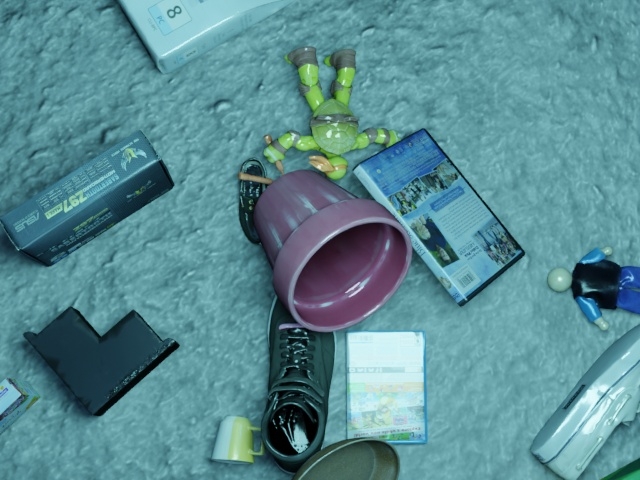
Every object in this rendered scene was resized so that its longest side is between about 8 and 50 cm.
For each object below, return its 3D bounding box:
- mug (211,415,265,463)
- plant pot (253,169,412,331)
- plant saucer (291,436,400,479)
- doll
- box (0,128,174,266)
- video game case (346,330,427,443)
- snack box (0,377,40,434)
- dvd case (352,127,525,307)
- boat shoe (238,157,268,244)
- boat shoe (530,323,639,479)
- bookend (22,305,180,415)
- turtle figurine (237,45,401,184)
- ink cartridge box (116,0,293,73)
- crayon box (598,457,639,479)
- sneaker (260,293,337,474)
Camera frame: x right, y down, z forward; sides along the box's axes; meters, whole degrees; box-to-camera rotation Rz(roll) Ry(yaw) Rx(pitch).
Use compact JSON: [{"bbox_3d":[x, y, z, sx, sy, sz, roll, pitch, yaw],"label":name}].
[{"bbox_3d":[-0.117,0.290,1.480,0.078,0.062,0.064,5,72,-1],"label":"mug"},{"bbox_3d":[0.000,0.000,1.451,0.201,0.201,0.180,-36,50,-7],"label":"plant pot"},{"bbox_3d":[0.021,0.347,1.431,0.198,0.198,0.036,-40,46,-7],"label":"plant saucer"},{"bbox_3d":[0.436,0.074,1.535,0.189,0.046,0.129,11,80,0],"label":"doll"},{"bbox_3d":[-0.328,-0.056,1.467,0.232,0.183,0.059,-34,83,-7],"label":"box"},{"bbox_3d":[0.098,0.218,1.518,0.119,0.015,0.166,0,80,-2],"label":"video game case"},{"bbox_3d":[-0.475,0.259,1.452,0.141,0.100,0.037,-44,83,-7],"label":"snack box"},{"bbox_3d":[0.179,-0.040,1.508,0.253,0.022,0.180,52,45,7],"label":"dvd case"},{"bbox_3d":[-0.101,-0.060,1.546,0.049,0.042,0.133,-3,82,-5],"label":"boat shoe"},{"bbox_3d":[0.423,0.235,1.486,0.088,0.096,0.267,41,83,1],"label":"boat shoe"},{"bbox_3d":[-0.318,0.147,1.489,0.156,0.072,0.157,-42,83,-8],"label":"bookend"},{"bbox_3d":[0.002,-0.180,1.533,0.269,0.087,0.217,-5,79,-12],"label":"turtle figurine"},{"bbox_3d":[-0.163,-0.487,1.590,0.385,0.091,0.308,-32,83,-5],"label":"ink cartridge box"},{"bbox_3d":[0.426,0.453,1.454,0.323,0.083,0.203,-27,82,-5],"label":"crayon box"},{"bbox_3d":[-0.029,0.186,1.454,0.104,0.147,0.296,1,79,0],"label":"sneaker"}]
